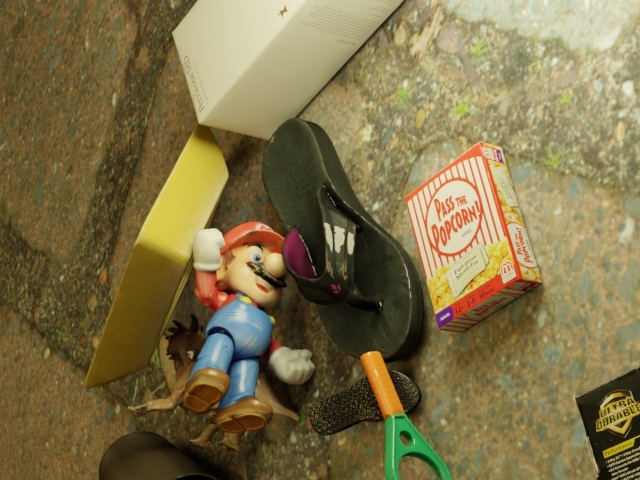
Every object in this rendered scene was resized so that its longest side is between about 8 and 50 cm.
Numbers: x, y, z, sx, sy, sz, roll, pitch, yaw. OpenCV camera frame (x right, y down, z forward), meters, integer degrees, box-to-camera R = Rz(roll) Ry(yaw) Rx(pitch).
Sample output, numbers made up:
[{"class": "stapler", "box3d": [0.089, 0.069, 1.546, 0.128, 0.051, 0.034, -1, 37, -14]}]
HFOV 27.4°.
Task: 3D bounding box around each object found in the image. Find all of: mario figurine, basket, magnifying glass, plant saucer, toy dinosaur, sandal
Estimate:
[{"class": "mario figurine", "box3d": [-0.097, 0.098, 1.859, 0.198, 0.170, 0.320, 79, -167, -50]}, {"class": "basket", "box3d": [-0.251, 0.393, 2.000, 0.204, 0.154, 0.227, -55, 28, 3]}, {"class": "magnifying glass", "box3d": [0.101, 0.244, 1.650, 0.026, 0.092, 0.231, -46, 53, 41]}, {"class": "plant saucer", "box3d": [-0.237, 0.030, 2.011, 0.333, 0.081, 0.333, -72, 6, -52]}, {"class": "toy dinosaur", "box3d": [-0.154, 0.200, 1.974, 0.296, 0.127, 0.200, -3, 54, 38]}, {"class": "sandal", "box3d": [-0.002, 0.001, 1.827, 0.167, 0.107, 0.446, -56, 44, 27]}, {"class": "sandal", "box3d": [0.062, 0.215, 1.748, 0.179, 0.040, 0.067, -23, 74, 36]}]

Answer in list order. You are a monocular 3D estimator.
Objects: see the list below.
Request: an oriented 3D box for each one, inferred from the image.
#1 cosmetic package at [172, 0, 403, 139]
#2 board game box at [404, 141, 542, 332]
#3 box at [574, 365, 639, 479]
[{"class": "cosmetic package", "box3d": [-0.045, -0.336, 1.919, 0.365, 0.155, 0.197, -44, 52, 35]}, {"class": "board game box", "box3d": [0.188, -0.003, 1.641, 0.147, 0.045, 0.193, -38, 54, 40]}, {"class": "box", "box3d": [0.418, 0.219, 1.282, 0.322, 0.079, 0.257, -36, 54, 41]}]
